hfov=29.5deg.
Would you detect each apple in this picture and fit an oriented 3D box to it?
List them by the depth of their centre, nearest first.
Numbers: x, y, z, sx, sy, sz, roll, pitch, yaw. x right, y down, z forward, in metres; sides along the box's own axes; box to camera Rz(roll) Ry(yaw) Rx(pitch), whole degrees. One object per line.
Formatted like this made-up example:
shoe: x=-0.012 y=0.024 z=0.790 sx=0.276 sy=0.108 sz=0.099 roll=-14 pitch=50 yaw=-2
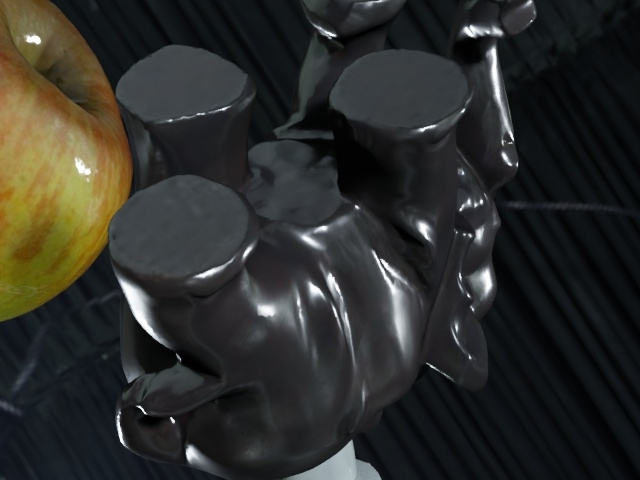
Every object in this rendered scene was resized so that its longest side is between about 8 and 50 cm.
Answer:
apple: x=-0.309 y=-0.066 z=0.996 sx=0.301 sy=0.301 sz=0.301 roll=-32 pitch=178 yaw=-1

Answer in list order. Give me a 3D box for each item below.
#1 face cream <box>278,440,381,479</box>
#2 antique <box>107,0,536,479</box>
face cream: x=0.003 y=0.214 z=0.913 sx=0.101 sy=0.252 sz=0.101 roll=-5 pitch=-161 yaw=2
antique: x=0.000 y=0.000 z=0.703 sx=0.322 sy=0.185 sz=0.255 roll=-39 pitch=141 yaw=-28
